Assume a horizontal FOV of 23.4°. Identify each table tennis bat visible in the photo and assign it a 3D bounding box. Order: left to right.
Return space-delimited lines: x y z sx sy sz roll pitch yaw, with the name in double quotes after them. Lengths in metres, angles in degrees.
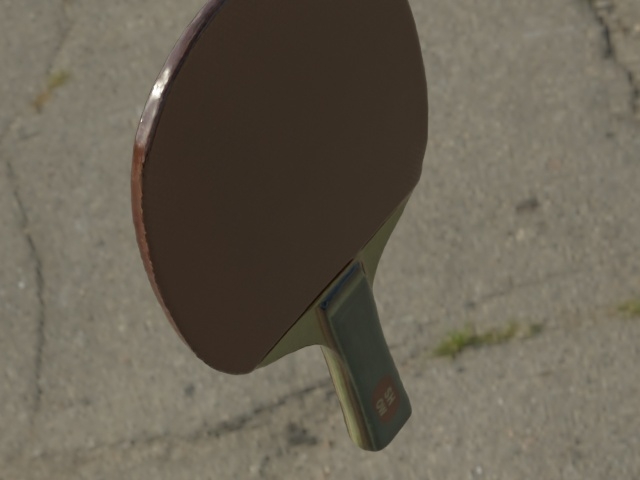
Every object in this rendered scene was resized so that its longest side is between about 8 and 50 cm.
0.000 0.000 0.616 0.021 0.274 0.154 26 62 32 "table tennis bat"
